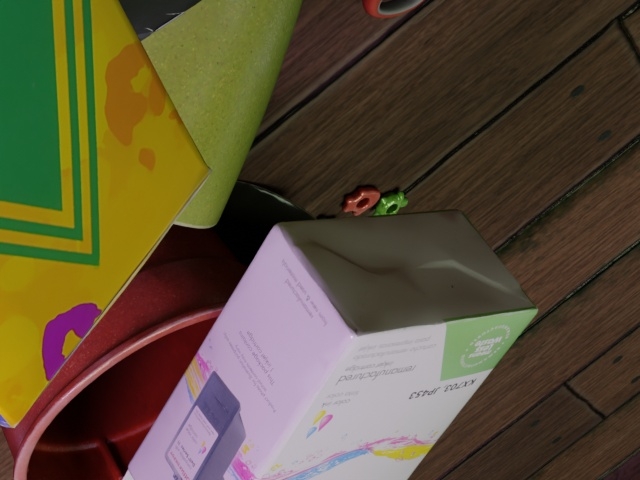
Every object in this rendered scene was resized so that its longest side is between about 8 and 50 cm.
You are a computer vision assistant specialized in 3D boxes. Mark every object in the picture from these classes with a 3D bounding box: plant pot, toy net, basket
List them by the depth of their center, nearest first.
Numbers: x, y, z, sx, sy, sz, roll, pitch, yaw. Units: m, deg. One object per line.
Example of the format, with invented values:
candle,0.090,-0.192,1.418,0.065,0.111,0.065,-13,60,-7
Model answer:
plant pot,-0.114,-0.204,1.046,0.275,0.275,0.293,19,105,-55
plant pot,-0.186,0.051,1.299,0.272,0.265,0.272,-26,149,-17
basket,-0.111,0.073,1.517,0.204,0.154,0.227,10,128,-47
toy net,0.000,0.000,1.637,0.232,0.045,0.122,-2,138,-44

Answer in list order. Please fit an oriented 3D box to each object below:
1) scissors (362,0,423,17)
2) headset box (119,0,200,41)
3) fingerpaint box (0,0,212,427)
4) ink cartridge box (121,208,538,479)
scissors,0.031,-0.218,1.293,0.297,0.021,0.109,-26,156,-52
headset box,-0.162,-0.217,0.842,0.218,0.293,0.110,-25,160,37
fingerpaint box,-0.307,-0.153,0.641,0.163,0.445,0.371,-54,148,-21
ink cartridge box,-0.011,0.143,1.219,0.207,0.119,0.353,-5,139,-42
